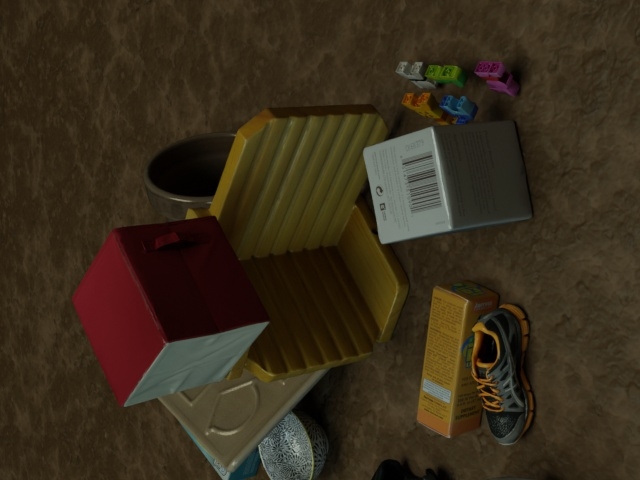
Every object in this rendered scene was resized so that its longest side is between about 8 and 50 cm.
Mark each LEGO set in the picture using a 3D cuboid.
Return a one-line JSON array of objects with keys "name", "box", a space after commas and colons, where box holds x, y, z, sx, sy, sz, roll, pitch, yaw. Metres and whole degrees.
[{"name": "LEGO set", "box": [0.206, -0.213, 1.612, 0.227, 0.093, 0.087, 15, 76, 54]}]

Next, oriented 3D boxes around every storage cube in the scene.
[{"name": "storage cube", "box": [-0.222, 0.103, 1.548, 0.215, 0.184, 0.193, -52, 59, 41]}]

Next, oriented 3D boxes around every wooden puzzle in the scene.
[{"name": "wooden puzzle", "box": [-0.134, 0.239, 1.990, 0.322, 0.080, 0.348, -46, 43, -9]}]

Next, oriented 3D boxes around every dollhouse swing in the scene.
[{"name": "dollhouse swing", "box": [0.000, 0.000, 1.682, 0.305, 0.347, 0.315, -50, 59, 42]}]

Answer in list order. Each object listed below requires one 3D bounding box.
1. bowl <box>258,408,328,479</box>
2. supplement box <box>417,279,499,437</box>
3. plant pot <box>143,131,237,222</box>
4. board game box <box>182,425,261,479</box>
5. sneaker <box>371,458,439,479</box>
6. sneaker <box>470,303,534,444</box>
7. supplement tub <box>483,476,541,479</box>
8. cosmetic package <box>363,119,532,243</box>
[{"name": "bowl", "box": [-0.038, 0.388, 2.004, 0.170, 0.080, 0.170, 10, 104, 49]}, {"name": "supplement box", "box": [0.215, 0.185, 1.662, 0.080, 0.078, 0.233, 21, 112, 47]}, {"name": "plant pot", "box": [-0.190, -0.048, 2.013, 0.263, 0.263, 0.229, 32, 137, 44]}, {"name": "board game box", "box": [-0.226, 0.300, 2.221, 0.336, 0.079, 0.253, 43, 127, 38]}, {"name": "sneaker", "box": [0.177, 0.459, 1.734, 0.293, 0.102, 0.146, 29, 117, 45]}, {"name": "sneaker", "box": [0.265, 0.206, 1.600, 0.084, 0.083, 0.214, 1, 98, 49]}, {"name": "supplement tub", "box": [0.281, 0.531, 1.513, 0.235, 0.235, 0.324, 24, 114, 47]}, {"name": "cosmetic package", "box": [0.189, -0.086, 1.563, 0.151, 0.184, 0.151, -13, 86, 50]}]
